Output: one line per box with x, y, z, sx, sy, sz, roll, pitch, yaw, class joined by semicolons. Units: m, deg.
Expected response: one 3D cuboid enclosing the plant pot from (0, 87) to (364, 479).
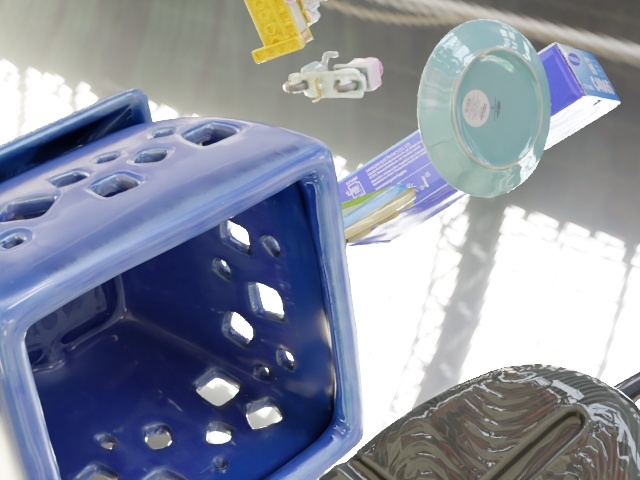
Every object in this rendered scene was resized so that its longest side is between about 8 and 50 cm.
-0.131;0.050;0.889;0.212;0.236;0.236;27;-44;41;plant pot

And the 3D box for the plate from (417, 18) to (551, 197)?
0.180;-0.138;1.533;0.188;0.188;0.024;46;-22;-30;plate

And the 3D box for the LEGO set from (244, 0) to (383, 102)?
-0.011;-0.264;1.225;0.132;0.107;0.287;8;-62;19;LEGO set

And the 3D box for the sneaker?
0.068;0.261;0.803;0.169;0.447;0.257;41;17;33;sneaker

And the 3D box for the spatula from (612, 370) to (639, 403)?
0.284;0.104;1.153;0.084;0.296;0.030;-13;-86;58;spatula

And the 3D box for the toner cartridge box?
0.174;-0.108;1.746;0.348;0.165;0.075;-32;-100;22;toner cartridge box

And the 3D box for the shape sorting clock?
0.000;0.000;1.407;0.206;0.206;0.040;-12;-77;55;shape sorting clock
